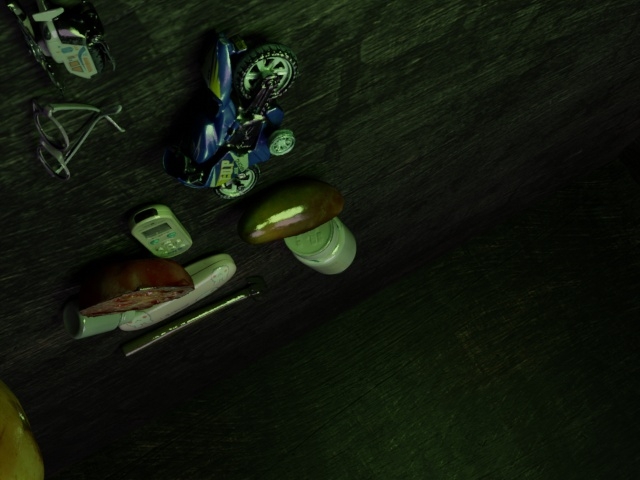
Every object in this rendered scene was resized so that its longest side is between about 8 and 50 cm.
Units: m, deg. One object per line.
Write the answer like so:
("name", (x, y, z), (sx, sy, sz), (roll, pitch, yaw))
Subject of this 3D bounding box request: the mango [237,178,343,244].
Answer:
("mango", (-0.059, -0.065, 1.344), (0.268, 0.111, 0.133), (-21, 177, -35))

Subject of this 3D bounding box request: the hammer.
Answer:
("hammer", (-0.346, 0.217, 1.815), (0.440, 0.044, 0.168), (-25, 164, -19))

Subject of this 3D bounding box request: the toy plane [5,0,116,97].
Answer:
("toy plane", (-0.262, -0.211, 0.650), (0.078, 0.053, 0.197), (-19, 167, -7))

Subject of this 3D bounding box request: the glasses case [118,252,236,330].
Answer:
("glasses case", (-0.331, 0.119, 1.484), (0.297, 0.075, 0.113), (-29, 166, -4))

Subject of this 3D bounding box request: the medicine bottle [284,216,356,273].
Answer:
("medicine bottle", (0.000, 0.000, 1.593), (0.143, 0.143, 0.258), (-32, 165, 5))

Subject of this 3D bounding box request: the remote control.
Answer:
("remote control", (-0.295, -0.016, 1.198), (0.078, 0.042, 0.221), (-22, 163, -4))

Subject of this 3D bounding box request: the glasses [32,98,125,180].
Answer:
("glasses", (-0.304, -0.145, 0.819), (0.104, 0.062, 0.140), (-47, 175, -32))

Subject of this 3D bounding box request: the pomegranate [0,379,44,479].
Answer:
("pomegranate", (-0.709, 0.415, 1.148), (0.417, 0.416, 0.416), (-28, 164, -9))

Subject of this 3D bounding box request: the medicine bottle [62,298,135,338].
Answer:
("medicine bottle", (-0.460, 0.153, 1.347), (0.130, 0.080, 0.080), (-10, 154, -51))

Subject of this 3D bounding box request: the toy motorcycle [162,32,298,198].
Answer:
("toy motorcycle", (-0.135, -0.161, 0.931), (0.169, 0.113, 0.315), (-11, 147, -29))

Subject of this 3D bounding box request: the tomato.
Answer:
("tomato", (-0.357, 0.083, 1.251), (0.225, 0.085, 0.225), (-12, 168, -3))
